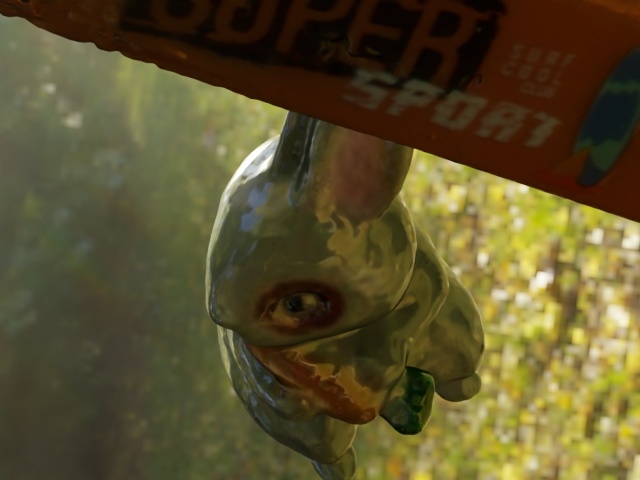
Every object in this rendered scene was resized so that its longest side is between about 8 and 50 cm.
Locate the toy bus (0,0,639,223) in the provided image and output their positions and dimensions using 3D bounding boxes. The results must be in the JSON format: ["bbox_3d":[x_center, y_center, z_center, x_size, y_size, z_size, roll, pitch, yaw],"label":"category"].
[{"bbox_3d":[0.044,-0.076,0.521,0.093,0.409,0.092,127,152,-48],"label":"toy bus"}]

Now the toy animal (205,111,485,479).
[{"bbox_3d":[-0.006,0.008,0.795,0.138,0.108,0.236,47,172,34],"label":"toy animal"}]
